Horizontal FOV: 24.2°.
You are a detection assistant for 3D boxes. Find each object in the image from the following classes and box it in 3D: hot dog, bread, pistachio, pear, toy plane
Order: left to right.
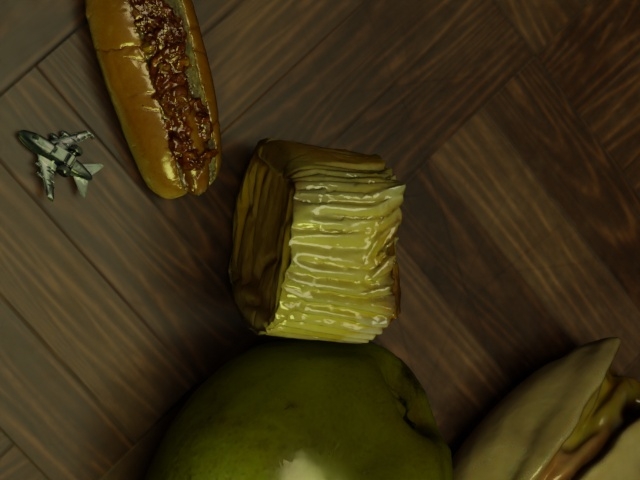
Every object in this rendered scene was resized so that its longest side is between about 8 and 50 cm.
[{"bbox_3d":[-0.244,-0.078,1.388,0.083,0.031,0.078,37,63,-21],"label":"toy plane"},{"bbox_3d":[-0.152,-0.160,1.397,0.102,0.076,0.249,-17,99,-17],"label":"hot dog"},{"bbox_3d":[-0.041,0.260,1.363,0.375,0.287,0.287,-41,106,-1],"label":"pear"},{"bbox_3d":[0.000,0.000,1.374,0.133,0.250,0.179,12,95,-16],"label":"bread"},{"bbox_3d":[0.243,0.242,1.531,0.299,0.187,0.187,-43,106,-20],"label":"pistachio"}]
